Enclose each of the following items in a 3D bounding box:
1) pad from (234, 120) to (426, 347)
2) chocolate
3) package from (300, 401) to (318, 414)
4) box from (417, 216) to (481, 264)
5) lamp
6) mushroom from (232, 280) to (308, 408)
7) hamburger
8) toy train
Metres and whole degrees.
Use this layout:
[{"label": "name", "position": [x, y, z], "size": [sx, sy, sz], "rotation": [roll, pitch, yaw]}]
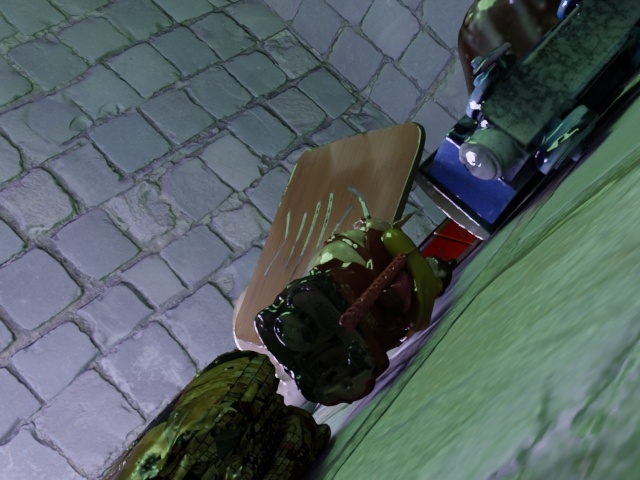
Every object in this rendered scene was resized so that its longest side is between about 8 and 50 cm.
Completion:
[{"label": "pad", "position": [0.000, 0.000, 0.783], "size": [0.284, 0.018, 0.286], "rotation": [-1, 67, 59]}, {"label": "chocolate", "position": [0.339, -0.325, 0.925], "size": [0.340, 0.210, 0.225], "rotation": [-39, -10, 39]}, {"label": "package", "position": [-0.032, 0.221, 0.783], "size": [0.110, 0.015, 0.037], "rotation": [-39, -15, -43]}, {"label": "box", "position": [0.141, 0.023, 0.815], "size": [0.175, 0.048, 0.112], "rotation": [-48, -7, 19]}, {"label": "lamp", "position": [0.048, 0.037, 0.562], "size": [0.118, 0.118, 0.253], "rotation": [-51, -7, 37]}, {"label": "mushroom", "position": [-0.025, 0.125, 0.962], "size": [0.236, 0.173, 0.162], "rotation": [-52, -13, 14]}, {"label": "hamburger", "position": [-0.096, 0.176, 0.433], "size": [0.231, 0.107, 0.231], "rotation": [-43, 1, 1]}, {"label": "toy train", "position": [0.238, -0.147, 0.673], "size": [0.300, 0.131, 0.202], "rotation": [-43, -14, -17]}]
